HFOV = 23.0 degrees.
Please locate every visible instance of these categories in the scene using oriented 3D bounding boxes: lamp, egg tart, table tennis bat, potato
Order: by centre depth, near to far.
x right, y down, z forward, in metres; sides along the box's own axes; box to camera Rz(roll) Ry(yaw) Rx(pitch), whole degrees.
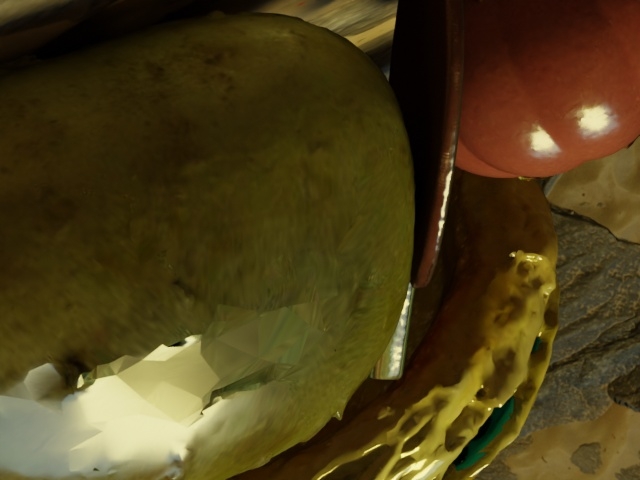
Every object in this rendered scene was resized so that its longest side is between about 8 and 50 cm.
[{"bbox_3d":[-0.091,0.012,0.684,0.307,0.210,0.173,-15,-148,-32],"label":"potato"},{"bbox_3d":[0.044,-0.032,0.779,0.021,0.154,0.274,1,133,-6],"label":"table tennis bat"},{"bbox_3d":[0.123,-0.114,0.846,0.182,0.140,0.182,-29,-166,8],"label":"lamp"},{"bbox_3d":[-0.010,0.082,1.063,0.388,0.388,0.169,-26,134,8],"label":"egg tart"}]
